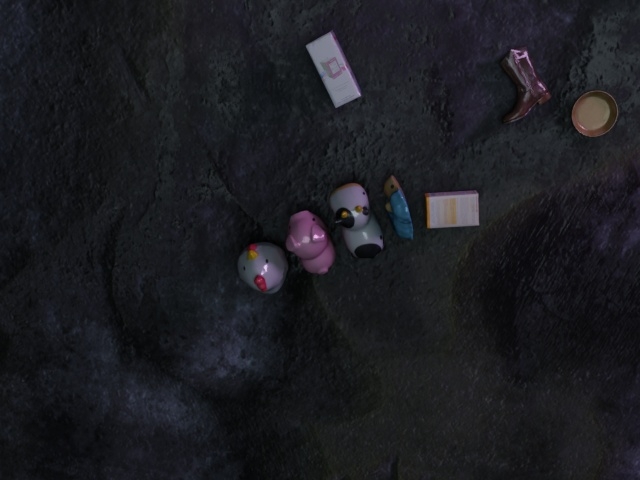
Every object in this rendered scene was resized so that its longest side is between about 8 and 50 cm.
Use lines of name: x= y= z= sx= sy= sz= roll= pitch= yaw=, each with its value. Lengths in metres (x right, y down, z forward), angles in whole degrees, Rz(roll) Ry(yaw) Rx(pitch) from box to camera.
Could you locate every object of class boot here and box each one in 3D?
boot: x=0.347 y=-0.281 z=1.454 sx=0.106 sy=0.037 sz=0.114 roll=-35 pitch=105 yaw=-3

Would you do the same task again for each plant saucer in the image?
plant saucer: x=0.499 y=-0.232 z=1.475 sx=0.083 sy=0.015 sz=0.083 roll=0 pitch=106 yaw=1

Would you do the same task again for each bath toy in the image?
bath toy: x=0.000 y=0.000 z=1.494 sx=0.348 sy=0.129 sz=0.151 roll=-24 pitch=104 yaw=8

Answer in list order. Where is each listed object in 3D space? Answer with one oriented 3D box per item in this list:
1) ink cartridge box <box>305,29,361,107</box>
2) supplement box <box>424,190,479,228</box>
ink cartridge box: x=0.024 y=-0.305 z=1.430 sx=0.052 sy=0.088 sz=0.122 roll=-23 pitch=103 yaw=10
supplement box: x=0.247 y=-0.059 z=1.518 sx=0.098 sy=0.036 sz=0.062 roll=-3 pitch=105 yaw=2
